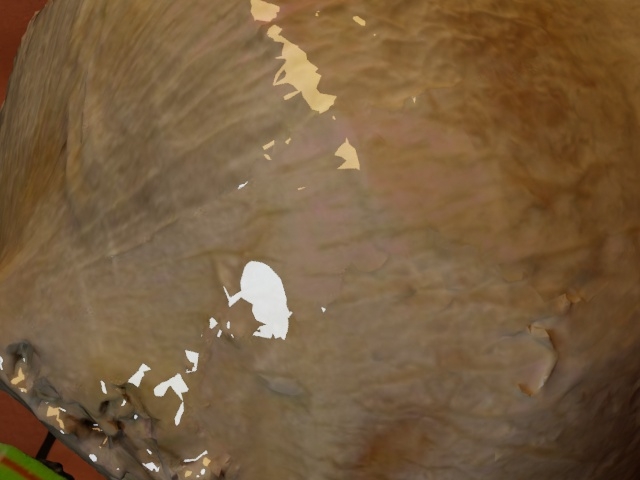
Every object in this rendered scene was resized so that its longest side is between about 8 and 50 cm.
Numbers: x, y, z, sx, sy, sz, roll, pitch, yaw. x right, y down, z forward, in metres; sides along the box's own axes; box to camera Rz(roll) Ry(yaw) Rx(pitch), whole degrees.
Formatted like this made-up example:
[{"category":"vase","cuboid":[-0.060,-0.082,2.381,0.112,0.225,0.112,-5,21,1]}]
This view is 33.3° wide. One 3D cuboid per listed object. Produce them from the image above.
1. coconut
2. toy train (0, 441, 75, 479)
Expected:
[{"category":"coconut","cuboid":[0.000,0.000,0.552,0.405,0.404,0.404,-14,44,14]},{"category":"toy train","cuboid":[-0.153,0.269,0.572,0.307,0.173,0.249,19,50,38]}]
